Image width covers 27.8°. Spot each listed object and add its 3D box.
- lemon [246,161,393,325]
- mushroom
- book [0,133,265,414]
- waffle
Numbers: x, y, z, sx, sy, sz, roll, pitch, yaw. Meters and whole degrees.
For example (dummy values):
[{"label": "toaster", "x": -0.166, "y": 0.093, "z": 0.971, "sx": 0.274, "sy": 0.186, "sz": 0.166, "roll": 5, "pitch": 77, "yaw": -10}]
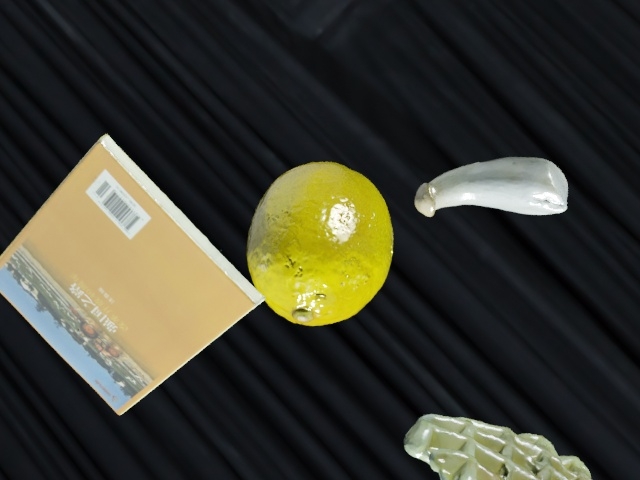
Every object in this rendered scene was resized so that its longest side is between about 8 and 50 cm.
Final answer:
[{"label": "lemon", "x": 0.000, "y": 0.003, "z": 2.026, "sx": 0.236, "sy": 0.263, "sz": 0.236, "roll": -6, "pitch": 164, "yaw": -2}, {"label": "mushroom", "x": 0.304, "y": -0.093, "z": 2.312, "sx": 0.118, "sy": 0.270, "sz": 0.103, "roll": -67, "pitch": 148, "yaw": -55}, {"label": "book", "x": -0.255, "y": 0.056, "z": 1.598, "sx": 0.374, "sy": 0.262, "sz": 0.028, "roll": -39, "pitch": -173, "yaw": 47}, {"label": "waffle", "x": 0.231, "y": 0.271, "z": 1.298, "sx": 0.309, "sy": 0.292, "sz": 0.056, "roll": 18, "pitch": 110, "yaw": -42}]
